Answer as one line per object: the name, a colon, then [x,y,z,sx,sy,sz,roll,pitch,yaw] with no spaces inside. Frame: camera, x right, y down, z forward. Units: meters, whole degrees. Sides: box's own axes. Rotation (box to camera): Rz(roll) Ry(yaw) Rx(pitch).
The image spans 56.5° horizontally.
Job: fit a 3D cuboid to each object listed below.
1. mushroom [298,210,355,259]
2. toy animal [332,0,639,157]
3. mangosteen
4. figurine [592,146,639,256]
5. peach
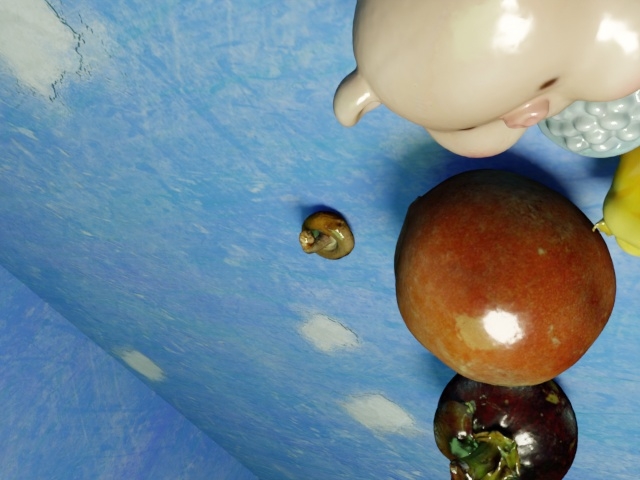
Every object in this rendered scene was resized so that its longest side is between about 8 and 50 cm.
mushroom: [0.007,-0.009,0.901,0.088,0.073,0.129,35,-175,16]
toy animal: [0.142,-0.182,0.420,0.229,0.221,0.210,8,163,-24]
mangosteen: [0.289,0.325,0.966,0.231,0.289,0.231,12,115,27]
figurine: [0.356,-0.023,0.582,0.156,0.131,0.246,-35,132,16]
peach: [0.193,0.035,0.672,0.252,0.252,0.252,20,147,14]
